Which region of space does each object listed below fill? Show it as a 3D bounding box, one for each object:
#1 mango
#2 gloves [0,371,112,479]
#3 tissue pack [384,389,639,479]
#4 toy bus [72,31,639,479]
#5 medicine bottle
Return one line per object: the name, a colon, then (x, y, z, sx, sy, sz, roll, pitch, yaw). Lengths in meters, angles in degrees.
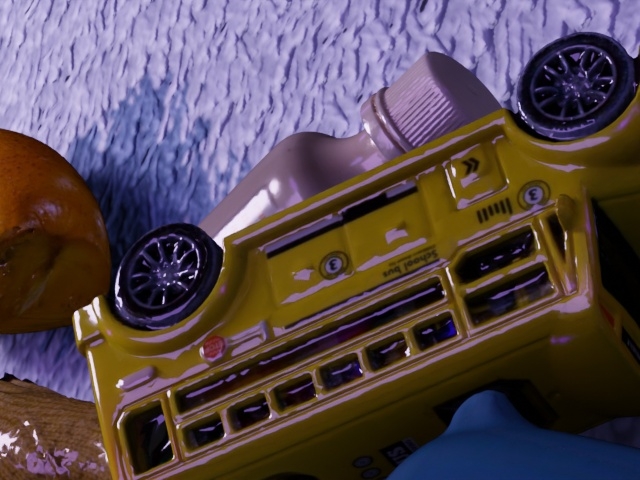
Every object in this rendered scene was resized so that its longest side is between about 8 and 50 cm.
mango: (-0.236, -0.002, 1.352, 0.252, 0.126, 0.153, 16, 96, 54)
gloves: (-0.119, 0.201, 1.124, 0.203, 0.155, 0.356, -55, 42, -1)
tissue pack: (0.140, 0.188, 0.836, 0.287, 0.198, 0.206, 11, 80, 49)
toy bus: (0.056, 0.038, 0.964, 0.331, 0.145, 0.151, -24, 52, 14)
medicine bottle: (0.000, 0.000, 1.120, 0.252, 0.114, 0.114, -45, 47, 22)
